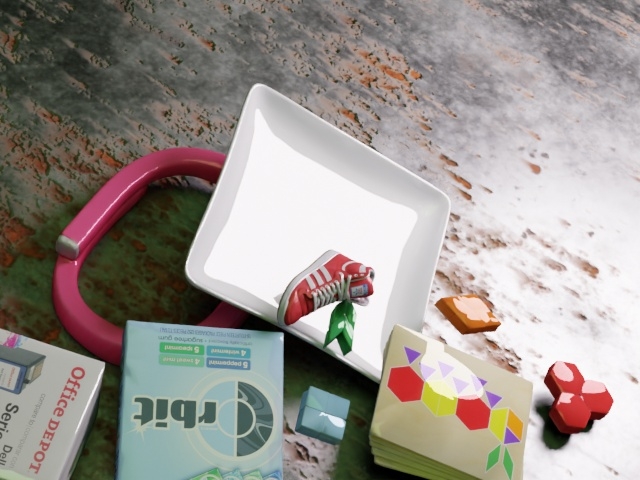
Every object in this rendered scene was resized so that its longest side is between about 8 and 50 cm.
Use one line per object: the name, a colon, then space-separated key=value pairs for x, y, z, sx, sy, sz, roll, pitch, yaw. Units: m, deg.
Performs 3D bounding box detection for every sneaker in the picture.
sneaker: x=0.010 y=0.054 z=1.301 sx=0.067 sy=0.042 sz=0.118 roll=20 pitch=43 yaw=25

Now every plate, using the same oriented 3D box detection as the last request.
plate: x=0.000 y=0.000 z=1.399 sx=0.278 sy=0.045 sz=0.277 roll=30 pitch=53 yaw=-18

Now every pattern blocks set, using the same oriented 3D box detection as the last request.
pattern blocks set: x=0.138 y=0.180 z=1.325 sx=0.325 sy=0.026 sz=0.285 roll=30 pitch=52 yaw=-6

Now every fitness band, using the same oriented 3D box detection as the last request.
fitness band: x=-0.157 y=0.014 z=1.382 sx=0.209 sy=0.054 sz=0.291 roll=30 pitch=51 yaw=8

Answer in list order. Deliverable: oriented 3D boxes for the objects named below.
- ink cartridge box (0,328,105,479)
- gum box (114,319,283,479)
ink cartridge box: x=-0.323 y=0.161 z=1.185 sx=0.212 sy=0.093 sz=0.154 roll=20 pitch=49 yaw=-3
gum box: x=-0.116 y=0.175 z=1.242 sx=0.157 sy=0.041 sz=0.184 roll=5 pitch=66 yaw=-14
